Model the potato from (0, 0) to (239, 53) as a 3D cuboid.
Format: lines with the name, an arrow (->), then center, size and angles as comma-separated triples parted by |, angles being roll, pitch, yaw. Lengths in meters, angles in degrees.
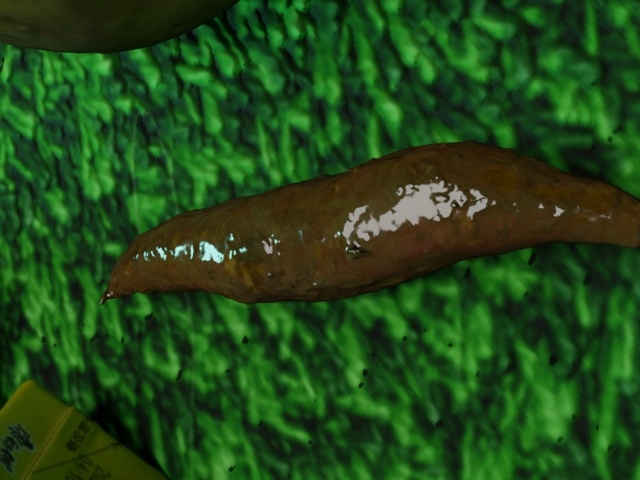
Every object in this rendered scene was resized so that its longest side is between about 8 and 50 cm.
potato -> -0.122, -0.194, 0.585 | 0.288, 0.301, 0.237 | 51, 145, 8

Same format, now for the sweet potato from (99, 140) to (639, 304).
sweet potato -> 0.000, 0.000, 0.590 | 0.314, 0.072, 0.066 | -12, 98, 32

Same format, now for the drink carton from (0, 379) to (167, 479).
drink carton -> -0.238, 0.255, 0.698 | 0.111, 0.154, 0.351 | 36, 115, -7
